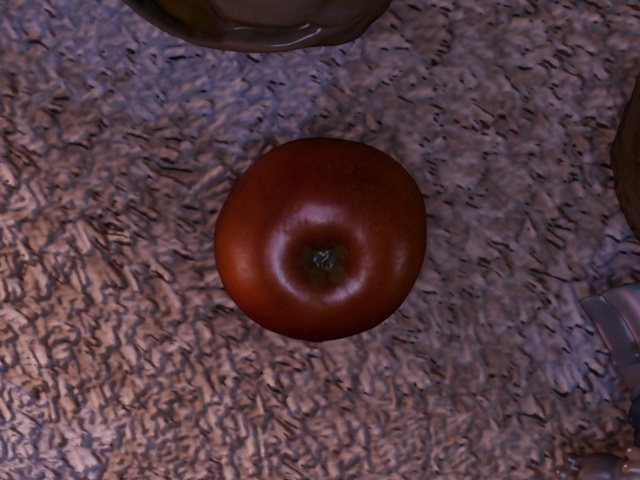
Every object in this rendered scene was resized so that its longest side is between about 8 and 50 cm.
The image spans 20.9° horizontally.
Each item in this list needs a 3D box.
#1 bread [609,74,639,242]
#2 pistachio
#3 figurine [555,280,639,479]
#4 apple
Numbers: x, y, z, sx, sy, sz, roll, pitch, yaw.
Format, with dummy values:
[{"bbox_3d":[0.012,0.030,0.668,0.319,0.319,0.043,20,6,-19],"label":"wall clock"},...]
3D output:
[{"bbox_3d":[0.330,-0.060,1.280,0.230,0.123,0.230,0,97,0],"label":"bread"},{"bbox_3d":[-0.059,-0.211,1.261,0.238,0.153,0.138,5,141,2],"label":"pistachio"},{"bbox_3d":[0.295,0.214,1.292,0.205,0.224,0.382,-11,98,-18],"label":"figurine"},{"bbox_3d":[0.000,0.000,1.294,0.163,0.139,0.163,0,98,1],"label":"apple"}]
